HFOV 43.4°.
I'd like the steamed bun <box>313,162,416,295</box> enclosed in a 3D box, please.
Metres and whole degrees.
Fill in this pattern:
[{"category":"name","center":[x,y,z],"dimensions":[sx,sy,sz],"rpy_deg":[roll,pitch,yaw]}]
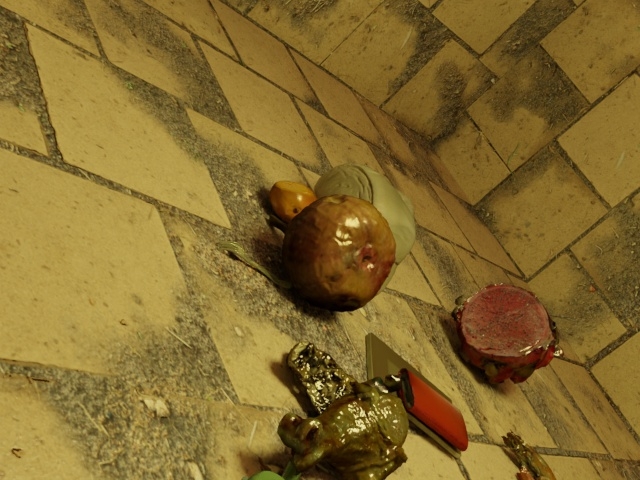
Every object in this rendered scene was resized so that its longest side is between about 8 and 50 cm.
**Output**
[{"category":"steamed bun","center":[0.132,-0.054,2.248],"dimensions":[0.247,0.236,0.384],"rpy_deg":[42,25,-36]}]

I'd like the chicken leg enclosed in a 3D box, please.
[{"category":"chicken leg","center":[0.045,0.376,1.468],"dimensions":[0.361,0.140,0.212],"rpy_deg":[-10,87,-56]}]

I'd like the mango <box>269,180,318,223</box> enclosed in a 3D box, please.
[{"category":"mango","center":[-0.066,-0.099,2.169],"dimensions":[0.141,0.102,0.217],"rpy_deg":[26,12,8]}]

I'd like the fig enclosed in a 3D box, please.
[{"category":"fig","center":[0.000,0.000,1.966],"dimensions":[0.286,0.286,0.368],"rpy_deg":[29,1,-41]}]

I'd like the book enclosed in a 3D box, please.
[{"category":"book","center":[0.229,0.380,1.992],"dimensions":[0.310,0.021,0.217],"rpy_deg":[41,22,-18]}]

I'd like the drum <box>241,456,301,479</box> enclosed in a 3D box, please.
[{"category":"drum","center":[-0.076,0.395,1.321],"dimensions":[0.130,0.049,0.253],"rpy_deg":[44,16,-13]}]

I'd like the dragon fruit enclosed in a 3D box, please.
[{"category":"dragon fruit","center":[0.572,0.326,2.489],"dimensions":[0.263,0.296,0.314],"rpy_deg":[77,-12,-50]}]

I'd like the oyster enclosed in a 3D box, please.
[{"category":"oyster","center":[0.023,0.292,1.667],"dimensions":[0.214,0.083,0.223],"rpy_deg":[52,14,4]}]

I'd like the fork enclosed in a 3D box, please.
[{"category":"fork","center":[-0.143,0.057,1.826],"dimensions":[0.219,0.028,0.034],"rpy_deg":[34,21,-32]}]

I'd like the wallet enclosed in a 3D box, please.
[{"category":"wallet","center":[0.269,0.407,1.931],"dimensions":[0.204,0.045,0.142],"rpy_deg":[40,21,-23]}]

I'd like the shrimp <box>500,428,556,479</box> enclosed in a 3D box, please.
[{"category":"shrimp","center":[0.572,0.625,2.176],"dimensions":[0.249,0.068,0.150],"rpy_deg":[54,26,3]}]
